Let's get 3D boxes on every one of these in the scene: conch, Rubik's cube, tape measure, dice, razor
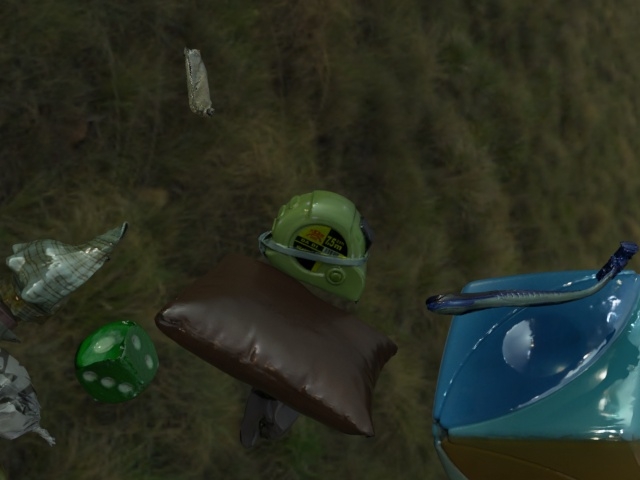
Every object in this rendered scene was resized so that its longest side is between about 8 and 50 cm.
[{"bbox_3d":[-0.576,0.066,1.908,0.169,0.386,0.203,34,27,-26],"label":"conch"},{"bbox_3d":[0.407,0.280,1.531,0.352,0.352,0.347,-74,147,-40],"label":"Rubik's cube"},{"bbox_3d":[0.000,0.000,1.384,0.087,0.177,0.154,-83,-166,-58],"label":"tape measure"},{"bbox_3d":[-0.413,0.248,1.852,0.131,0.128,0.120,-87,152,-57],"label":"dice"},{"bbox_3d":[0.303,0.072,1.290,0.093,0.324,0.056,107,-32,-56],"label":"razor"}]

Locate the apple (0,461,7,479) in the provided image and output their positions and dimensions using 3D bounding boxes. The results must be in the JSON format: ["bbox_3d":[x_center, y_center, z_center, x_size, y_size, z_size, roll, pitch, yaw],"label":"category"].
[{"bbox_3d":[-0.533,0.356,1.240,0.188,0.174,0.207,-50,162,-14],"label":"apple"}]

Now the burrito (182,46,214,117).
[{"bbox_3d":[-0.260,-0.336,1.920,0.051,0.042,0.171,9,65,-42],"label":"burrito"}]

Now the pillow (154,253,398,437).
[{"bbox_3d":[-0.045,0.133,1.246,0.108,0.305,0.308,-62,177,17],"label":"pillow"}]

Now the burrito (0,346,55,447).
[{"bbox_3d":[-0.535,0.140,1.222,0.445,0.101,0.139,38,38,-18],"label":"burrito"}]

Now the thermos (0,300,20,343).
[{"bbox_3d":[-0.684,0.198,1.648,0.176,0.146,0.265,46,76,-8],"label":"thermos"}]

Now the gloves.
[{"bbox_3d":[-0.088,0.279,1.610,0.142,0.119,0.285,-43,166,-32],"label":"gloves"}]
